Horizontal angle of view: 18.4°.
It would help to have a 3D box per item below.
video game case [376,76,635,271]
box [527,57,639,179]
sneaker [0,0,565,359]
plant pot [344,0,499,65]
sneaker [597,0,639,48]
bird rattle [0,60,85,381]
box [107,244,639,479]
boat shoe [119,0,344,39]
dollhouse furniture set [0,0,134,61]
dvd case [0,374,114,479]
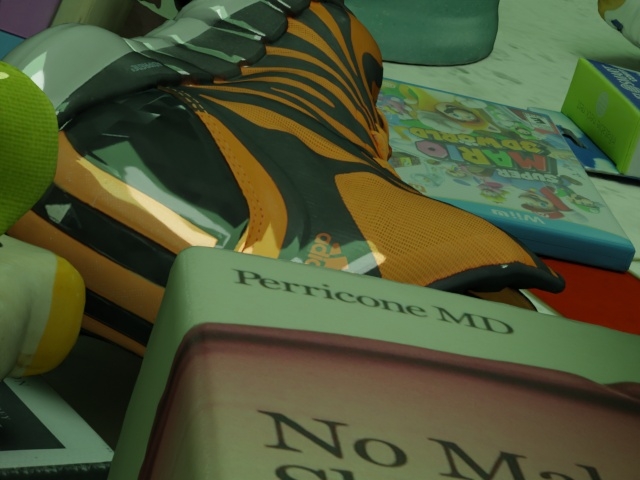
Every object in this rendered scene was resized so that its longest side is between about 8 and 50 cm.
[{"bbox_3d":[0.078,-0.038,0.983,0.119,0.015,0.166,12,24,-14],"label":"video game case"},{"bbox_3d":[0.220,-0.058,1.133,0.178,0.042,0.109,11,19,-17],"label":"box"},{"bbox_3d":[0.000,0.000,0.711,0.180,0.124,0.321,31,22,9],"label":"sneaker"},{"bbox_3d":[0.000,-0.255,1.270,0.293,0.196,0.293,15,19,-5],"label":"plant pot"},{"bbox_3d":[0.315,-0.143,1.399,0.296,0.112,0.131,-10,49,-49],"label":"sneaker"},{"bbox_3d":[-0.173,0.007,0.489,0.254,0.143,0.207,11,4,24],"label":"bird rattle"},{"bbox_3d":[0.032,0.110,0.375,0.149,0.126,0.232,12,20,-12],"label":"box"},{"bbox_3d":[-0.071,-0.115,0.927,0.123,0.123,0.342,24,20,21],"label":"boat shoe"},{"bbox_3d":[-0.171,-0.175,0.655,0.198,0.286,0.303,20,-13,9],"label":"dollhouse furniture set"},{"bbox_3d":[-0.199,0.034,0.550,0.239,0.029,0.179,0,25,-38],"label":"dvd case"}]
